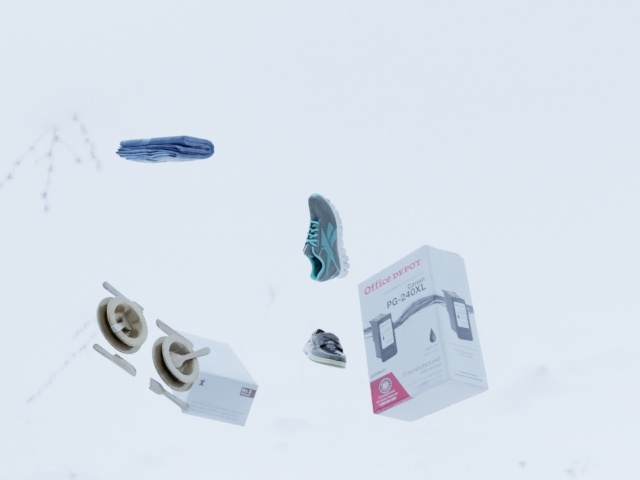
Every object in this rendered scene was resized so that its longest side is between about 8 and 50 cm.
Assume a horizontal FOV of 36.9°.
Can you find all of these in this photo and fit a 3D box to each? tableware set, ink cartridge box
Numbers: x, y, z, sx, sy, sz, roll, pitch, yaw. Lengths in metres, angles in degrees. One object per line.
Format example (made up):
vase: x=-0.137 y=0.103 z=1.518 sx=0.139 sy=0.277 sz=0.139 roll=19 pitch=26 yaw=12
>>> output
tableware set: x=-0.232 y=0.141 z=1.339 sx=0.039 sy=0.128 sz=0.194 roll=-30 pitch=129 yaw=23
ink cartridge box: x=0.101 y=0.095 z=0.981 sx=0.063 sy=0.150 sz=0.109 roll=18 pitch=143 yaw=-37

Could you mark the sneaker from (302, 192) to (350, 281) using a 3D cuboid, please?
sneaker: x=0.000 y=0.000 z=1.704 sx=0.076 sy=0.166 sz=0.065 roll=-24 pitch=-163 yaw=-34

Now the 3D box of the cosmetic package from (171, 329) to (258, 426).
cosmetic package: x=-0.199 y=0.238 z=1.682 sx=0.117 sy=0.085 sz=0.231 roll=17 pitch=-173 yaw=-20

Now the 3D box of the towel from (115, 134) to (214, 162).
towel: x=-0.196 y=-0.114 z=1.219 sx=0.119 sy=0.029 sz=0.067 roll=0 pitch=179 yaw=37

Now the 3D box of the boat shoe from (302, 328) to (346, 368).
boat shoe: x=0.007 y=0.168 z=1.515 sx=0.056 sy=0.049 sz=0.152 roll=17 pitch=179 yaw=-18
